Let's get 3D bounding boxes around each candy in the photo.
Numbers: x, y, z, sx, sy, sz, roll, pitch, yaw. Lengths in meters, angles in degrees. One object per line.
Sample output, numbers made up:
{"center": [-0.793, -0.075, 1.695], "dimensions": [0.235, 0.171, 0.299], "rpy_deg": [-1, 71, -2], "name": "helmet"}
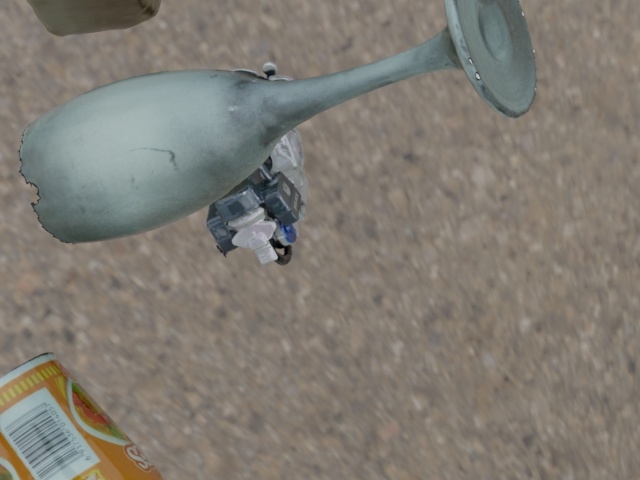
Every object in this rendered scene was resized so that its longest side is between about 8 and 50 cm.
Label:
{"center": [-0.210, -0.258, 1.558], "dimensions": [0.104, 0.234, 0.102], "rpy_deg": [-11, 73, 4], "name": "candy"}

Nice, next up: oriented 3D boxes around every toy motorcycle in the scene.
{"center": [-0.061, -0.078, 1.727], "dimensions": [0.102, 0.150, 0.221], "rpy_deg": [-21, 35, 19], "name": "toy motorcycle"}

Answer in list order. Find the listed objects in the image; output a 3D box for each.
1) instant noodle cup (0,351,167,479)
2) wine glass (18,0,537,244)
{"center": [-0.206, 0.195, 1.446], "dimensions": [0.168, 0.168, 0.185], "rpy_deg": [-36, 82, -2], "name": "instant noodle cup"}
{"center": [0.000, 0.000, 1.086], "dimensions": [0.309, 0.096, 0.264], "rpy_deg": [-17, 105, 29], "name": "wine glass"}
